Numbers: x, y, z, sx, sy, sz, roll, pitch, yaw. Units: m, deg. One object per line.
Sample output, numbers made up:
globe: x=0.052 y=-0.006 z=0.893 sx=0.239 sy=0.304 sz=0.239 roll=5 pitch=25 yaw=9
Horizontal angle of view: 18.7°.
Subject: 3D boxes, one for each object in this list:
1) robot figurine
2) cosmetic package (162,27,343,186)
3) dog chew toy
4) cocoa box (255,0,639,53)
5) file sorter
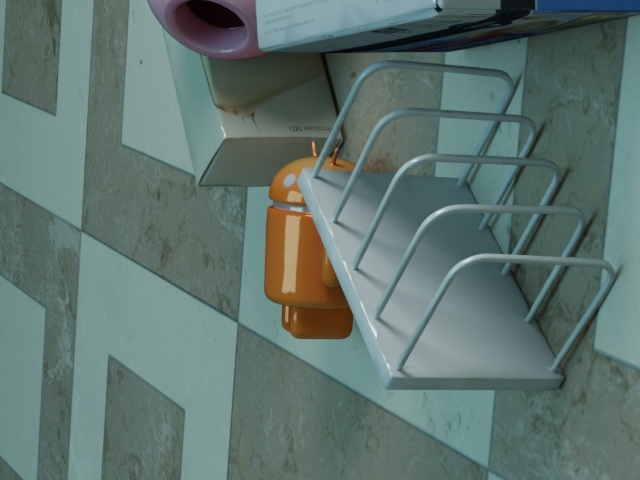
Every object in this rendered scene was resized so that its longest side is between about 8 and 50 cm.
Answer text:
robot figurine: x=-0.001 y=0.000 z=2.197 sx=0.128 sy=0.158 sz=0.219 roll=7 pitch=99 yaw=25
cosmetic package: x=-0.093 y=-0.223 z=2.352 sx=0.113 sy=0.160 sz=0.309 roll=124 pitch=138 yaw=-52
dog chew toy: x=-0.079 y=-0.371 z=2.242 sx=0.206 sy=0.206 sz=0.332 roll=-46 pitch=22 yaw=56
cocoa box: x=0.111 y=-0.303 z=1.820 sx=0.347 sy=0.228 sz=0.231 roll=-2 pitch=90 yaw=61
file sorter: x=0.131 y=-0.016 z=1.850 sx=0.173 sy=0.193 sz=0.278 roll=-63 pitch=36 yaw=39
